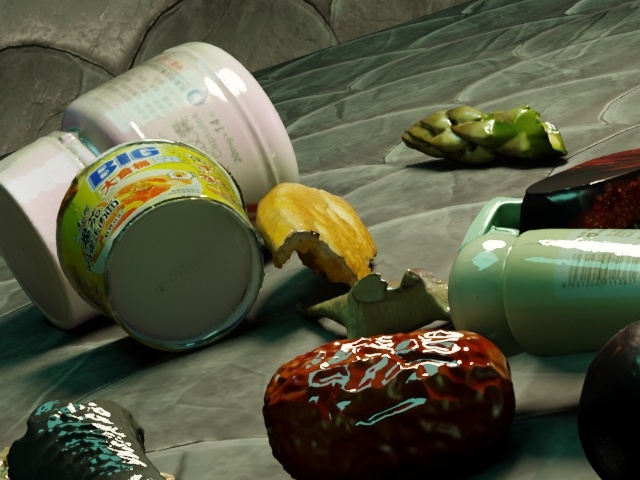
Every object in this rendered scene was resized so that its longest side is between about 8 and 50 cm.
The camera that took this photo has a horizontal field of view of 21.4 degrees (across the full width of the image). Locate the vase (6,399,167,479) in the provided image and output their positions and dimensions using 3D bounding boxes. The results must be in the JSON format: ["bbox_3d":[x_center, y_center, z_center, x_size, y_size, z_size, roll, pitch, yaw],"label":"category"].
[{"bbox_3d":[-0.123,0.182,1.128,0.115,0.115,0.237,-22,19,-24],"label":"vase"}]

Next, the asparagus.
[{"bbox_3d":[0.200,-0.130,2.074,0.080,0.080,0.287,-26,16,-37],"label":"asparagus"}]

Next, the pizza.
[{"bbox_3d":[-0.004,-0.005,1.709,0.056,0.134,0.271,-46,8,11],"label":"pizza"}]

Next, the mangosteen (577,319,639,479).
[{"bbox_3d":[0.225,0.111,0.989,0.137,0.137,0.151,-20,48,-18],"label":"mangosteen"}]

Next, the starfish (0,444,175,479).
[{"bbox_3d":[-0.257,0.195,1.335,0.295,0.048,0.231,-14,13,2],"label":"starfish"}]

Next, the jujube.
[{"bbox_3d":[0.049,0.118,1.186,0.176,0.109,0.112,-10,49,-8],"label":"jujube"}]

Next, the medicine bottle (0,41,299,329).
[{"bbox_3d":[-0.203,-0.058,1.886,0.302,0.241,0.241,-31,18,-22],"label":"medicine bottle"}]

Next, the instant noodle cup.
[{"bbox_3d":[-0.152,0.015,1.675,0.205,0.205,0.153,-19,24,-11],"label":"instant noodle cup"}]

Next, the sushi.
[{"bbox_3d":[0.248,-0.002,1.402,0.136,0.126,0.225,-7,10,38],"label":"sushi"}]

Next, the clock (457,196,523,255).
[{"bbox_3d":[0.146,0.036,1.407,0.041,0.101,0.135,4,39,30],"label":"clock"}]

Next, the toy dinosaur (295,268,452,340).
[{"bbox_3d":[0.049,0.065,1.515,0.251,0.072,0.200,-23,-1,28],"label":"toy dinosaur"}]

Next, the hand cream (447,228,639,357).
[{"bbox_3d":[0.237,0.028,1.182,0.306,0.093,0.147,-7,11,32],"label":"hand cream"}]
